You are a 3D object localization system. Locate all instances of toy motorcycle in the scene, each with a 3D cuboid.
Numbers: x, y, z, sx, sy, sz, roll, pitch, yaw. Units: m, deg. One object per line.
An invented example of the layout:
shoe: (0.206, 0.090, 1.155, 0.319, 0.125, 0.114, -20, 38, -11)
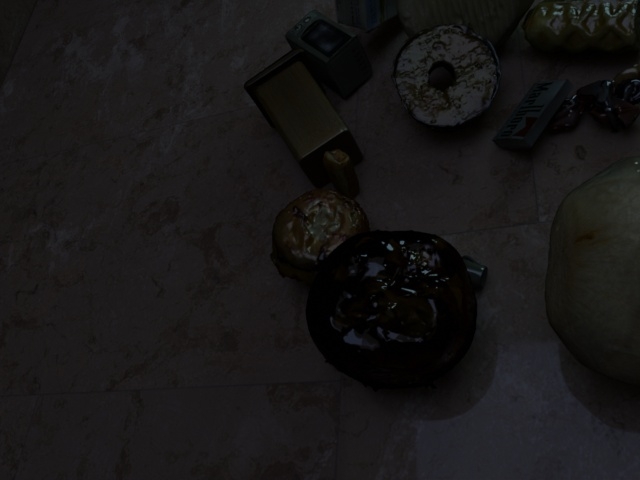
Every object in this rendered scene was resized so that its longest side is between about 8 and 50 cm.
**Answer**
toy motorcycle: (0.598, -0.283, 1.366, 0.212, 0.084, 0.118, -11, 60, 32)

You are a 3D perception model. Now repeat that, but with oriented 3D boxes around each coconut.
coconut: (0.586, 0.057, 1.011, 0.415, 0.344, 0.416, 1, 98, 6)

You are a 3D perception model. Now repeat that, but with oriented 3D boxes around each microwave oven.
microwave oven: (0.028, -0.520, 1.728, 0.129, 0.163, 0.205, -44, 54, -3)

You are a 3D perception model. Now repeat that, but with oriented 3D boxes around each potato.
potato: (0.701, -0.365, 1.392, 0.093, 0.037, 0.036, -24, 59, 11)

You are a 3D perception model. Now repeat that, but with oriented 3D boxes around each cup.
cup: (0.309, 0.066, 1.325, 0.083, 0.075, 0.055, 14, 106, 28)

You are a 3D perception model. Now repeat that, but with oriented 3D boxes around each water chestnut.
water chestnut: (0.130, 0.124, 1.195, 0.335, 0.347, 0.335, -4, 69, 12)

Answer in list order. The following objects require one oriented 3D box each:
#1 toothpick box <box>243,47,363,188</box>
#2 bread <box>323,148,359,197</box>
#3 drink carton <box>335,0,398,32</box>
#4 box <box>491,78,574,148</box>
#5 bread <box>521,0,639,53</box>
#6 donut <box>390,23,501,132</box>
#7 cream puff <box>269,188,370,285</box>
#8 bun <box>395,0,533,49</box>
toothpick box: (-0.035, -0.310, 1.630, 0.187, 0.190, 0.308, -32, 57, 3)
bread: (0.051, -0.162, 1.528, 0.053, 0.132, 0.074, -37, 52, -13)
drink carton: (0.183, -0.726, 1.693, 0.324, 0.194, 0.132, -37, 47, -27)
box: (0.479, -0.287, 1.419, 0.177, 0.036, 0.115, -53, 23, -8)
bread: (0.606, -0.499, 1.459, 0.267, 0.130, 0.152, 11, 34, 33)
donut: (0.303, -0.384, 1.519, 0.272, 0.107, 0.272, -3, 77, 14)
cream puff: (0.000, 0.001, 1.438, 0.240, 0.164, 0.240, -4, 58, 6)
bun: (0.365, -0.638, 1.559, 0.359, 0.360, 0.211, 3, 40, 27)
